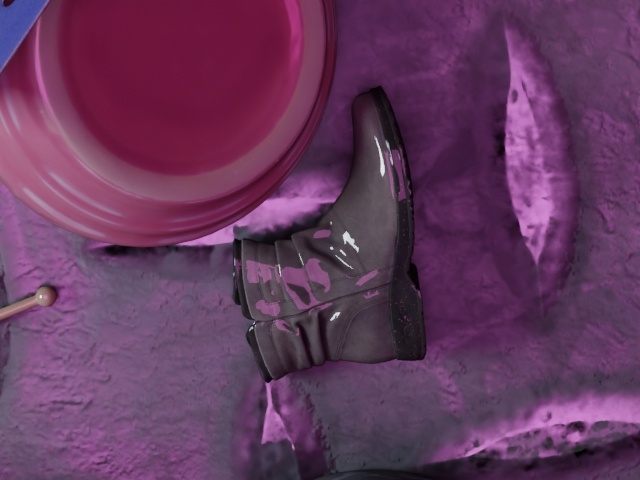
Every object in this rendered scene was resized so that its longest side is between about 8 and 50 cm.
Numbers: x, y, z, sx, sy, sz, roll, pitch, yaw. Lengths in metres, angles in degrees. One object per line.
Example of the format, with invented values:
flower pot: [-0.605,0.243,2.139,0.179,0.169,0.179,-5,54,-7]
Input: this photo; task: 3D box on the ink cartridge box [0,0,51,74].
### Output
ink cartridge box: [-0.279,-0.268,1.439,0.071,0.330,0.324,29,99,-41]

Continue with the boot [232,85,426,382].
boot: [0.000,0.000,1.619,0.161,0.083,0.247,-6,104,1]

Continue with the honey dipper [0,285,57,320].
honey dipper: [-0.301,0.073,1.646,0.160,0.030,0.030,-23,102,-1]

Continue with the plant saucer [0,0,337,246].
plant saucer: [-0.123,-0.157,1.514,0.332,0.084,0.332,-4,99,-28]

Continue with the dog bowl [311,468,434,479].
dog bowl: [0.046,0.359,1.683,0.348,0.102,0.349,-1,101,-3]
